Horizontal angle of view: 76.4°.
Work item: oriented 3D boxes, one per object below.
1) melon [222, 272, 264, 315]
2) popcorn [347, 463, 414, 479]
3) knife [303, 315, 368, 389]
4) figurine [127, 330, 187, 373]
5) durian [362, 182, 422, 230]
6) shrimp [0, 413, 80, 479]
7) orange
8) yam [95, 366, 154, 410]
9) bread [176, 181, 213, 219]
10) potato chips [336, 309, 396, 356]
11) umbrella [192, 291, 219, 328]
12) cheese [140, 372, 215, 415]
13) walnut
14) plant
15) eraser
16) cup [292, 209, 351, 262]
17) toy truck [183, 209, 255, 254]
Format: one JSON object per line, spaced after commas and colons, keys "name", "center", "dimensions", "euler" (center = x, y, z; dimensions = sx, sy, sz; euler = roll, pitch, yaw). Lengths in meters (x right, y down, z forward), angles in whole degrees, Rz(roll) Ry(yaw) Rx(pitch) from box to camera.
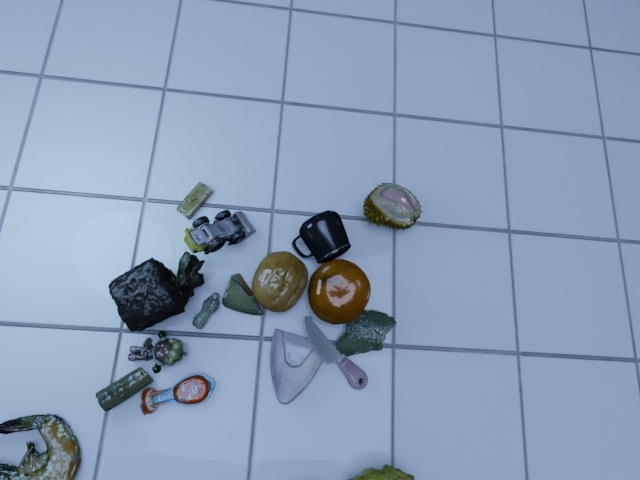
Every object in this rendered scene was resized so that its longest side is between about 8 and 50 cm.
{"name": "melon", "center": [-0.299, 0.212, 1.506], "dimensions": [0.139, 0.093, 0.202], "euler": [-28, 110, 14]}
{"name": "popcorn", "center": [0.219, 0.850, 1.321], "dimensions": [0.212, 0.259, 0.259], "euler": [-19, 77, -36]}
{"name": "knife", "center": [0.042, 0.413, 1.472], "dimensions": [0.336, 0.043, 0.081], "euler": [46, 66, -2]}
{"name": "figurine", "center": [-0.568, 0.387, 1.412], "dimensions": [0.197, 0.093, 0.147], "euler": [1, 61, -5]}
{"name": "durian", "center": [0.282, -0.127, 1.627], "dimensions": [0.249, 0.138, 0.183], "euler": [14, 44, -11]}
{"name": "shrimp", "center": [-1.000, 0.688, 1.293], "dimensions": [0.445, 0.085, 0.272], "euler": [9, 69, -7]}
{"name": "orange", "center": [0.065, 0.189, 1.495], "dimensions": [0.240, 0.171, 0.240], "euler": [0, 71, 1]}
{"name": "yam", "center": [-0.663, 0.500, 1.381], "dimensions": [0.179, 0.078, 0.078], "euler": [-33, 81, -13]}
{"name": "bread", "center": [-0.495, -0.158, 1.602], "dimensions": [0.068, 0.028, 0.154], "euler": [35, 72, 5]}
{"name": "potato chips", "center": [0.164, 0.349, 1.518], "dimensions": [0.167, 0.059, 0.228], "euler": [33, 74, 8]}
{"name": "umbrella", "center": [-0.415, 0.253, 1.482], "dimensions": [0.062, 0.067, 0.143], "euler": [25, 78, 31]}
{"name": "cheese", "center": [-0.494, 0.531, 1.410], "dimensions": [0.256, 0.037, 0.106], "euler": [-12, 75, -10]}
{"name": "walnut", "center": [-0.149, 0.149, 1.472], "dimensions": [0.195, 0.195, 0.222], "euler": [27, 77, 2]}
{"name": "plant", "center": [-0.539, 0.164, 1.414], "dimensions": [0.312, 0.215, 0.213], "euler": [-22, 82, -15]}
{"name": "eraser", "center": [-0.102, 0.460, 1.461], "dimensions": [0.204, 0.059, 0.243], "euler": [17, 70, -2]}
{"name": "cup", "center": [0.000, 0.000, 1.560], "dimensions": [0.223, 0.169, 0.176], "euler": [-30, 87, 22]}
{"name": "toy truck", "center": [-0.373, -0.029, 1.506], "dimensions": [0.136, 0.111, 0.286], "euler": [54, 32, 8]}
